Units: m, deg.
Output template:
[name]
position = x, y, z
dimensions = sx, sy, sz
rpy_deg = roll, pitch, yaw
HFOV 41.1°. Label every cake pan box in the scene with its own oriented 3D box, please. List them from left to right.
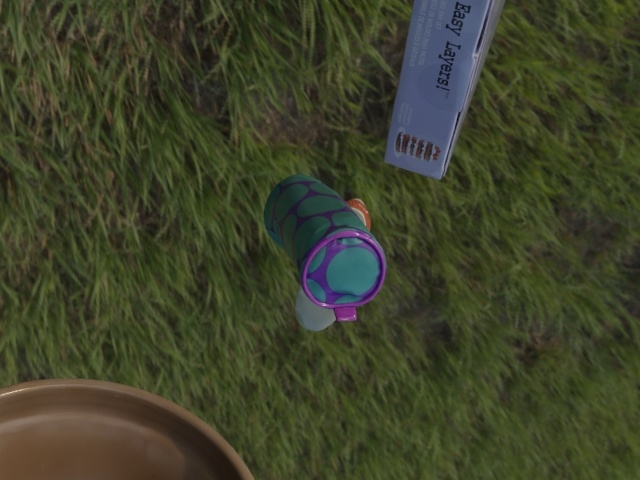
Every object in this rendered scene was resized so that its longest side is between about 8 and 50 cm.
[cake pan box]
position = 0.137, -0.230, 0.784
dimensions = 0.070, 0.245, 0.267
rpy_deg = 16, 145, 7

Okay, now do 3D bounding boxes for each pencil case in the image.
[pencil case]
position = 0.000, 0.000, 0.665
dimensions = 0.064, 0.151, 0.070
rpy_deg = 0, 109, -15

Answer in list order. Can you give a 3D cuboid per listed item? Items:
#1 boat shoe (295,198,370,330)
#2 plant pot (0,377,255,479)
[boat shoe]
position = 0.013, 0.024, 0.826
dimensions = 0.049, 0.043, 0.137
rpy_deg = 19, 110, 0
[plant pot]
position = -0.159, 0.208, 0.540
dimensions = 0.237, 0.237, 0.109
rpy_deg = 3, 126, -29
